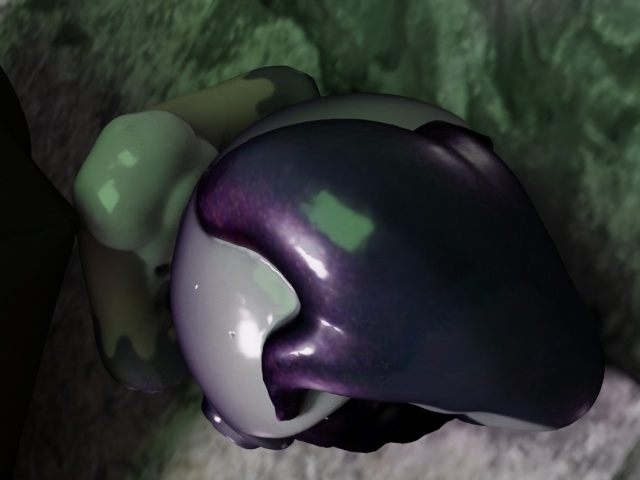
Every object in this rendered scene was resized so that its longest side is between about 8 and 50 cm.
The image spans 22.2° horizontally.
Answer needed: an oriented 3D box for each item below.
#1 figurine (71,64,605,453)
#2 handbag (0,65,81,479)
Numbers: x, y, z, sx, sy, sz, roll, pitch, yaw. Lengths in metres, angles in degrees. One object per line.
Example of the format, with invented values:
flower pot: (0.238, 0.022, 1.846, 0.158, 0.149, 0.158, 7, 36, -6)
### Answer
figurine: (0.000, 0.000, 0.573, 0.222, 0.145, 0.145, 18, 89, 46)
handbag: (-0.202, 0.008, 0.720, 0.285, 0.114, 0.257, 49, 142, 37)
